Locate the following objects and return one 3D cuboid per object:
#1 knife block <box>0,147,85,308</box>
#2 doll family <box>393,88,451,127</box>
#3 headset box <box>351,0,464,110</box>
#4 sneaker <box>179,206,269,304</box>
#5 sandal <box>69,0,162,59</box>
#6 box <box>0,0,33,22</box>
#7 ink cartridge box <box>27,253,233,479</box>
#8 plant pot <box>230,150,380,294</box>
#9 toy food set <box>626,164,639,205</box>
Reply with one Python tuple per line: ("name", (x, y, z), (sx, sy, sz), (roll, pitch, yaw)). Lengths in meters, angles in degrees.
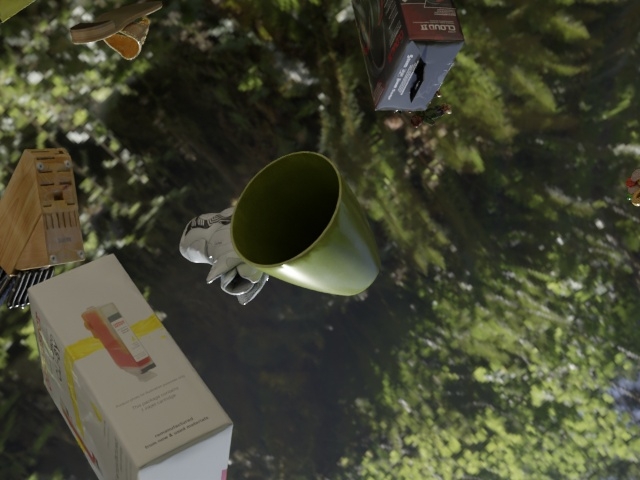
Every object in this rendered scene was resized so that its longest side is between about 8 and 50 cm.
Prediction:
("knife block", (-0.542, -0.013, 1.744), (0.242, 0.088, 0.275), (-6, -88, 32))
("doll family", (0.191, -0.308, 2.127), (0.111, 0.076, 0.193), (-26, -146, -18))
("headset box", (0.157, -0.393, 1.790), (0.110, 0.218, 0.293), (-3, -115, -16))
("sneaker", (-0.235, 0.042, 2.343), (0.366, 0.137, 0.210), (-17, -133, 43))
("sandal", (-0.336, -0.338, 1.632), (0.088, 0.079, 0.240), (1, -157, 20))
("box", (-0.587, -0.433, 1.777), (0.087, 0.058, 0.232), (-19, -157, 17))
("ink cartridge box", (-0.312, 0.258, 1.577), (0.160, 0.279, 0.384), (-23, -126, -27))
("plant pot", (0.000, 0.000, 2.116), (0.275, 0.293, 0.274), (-18, -127, 26))
("toy food set", (0.590, -0.105, 1.782), (0.083, 0.020, 0.082), (-58, -158, 20))
